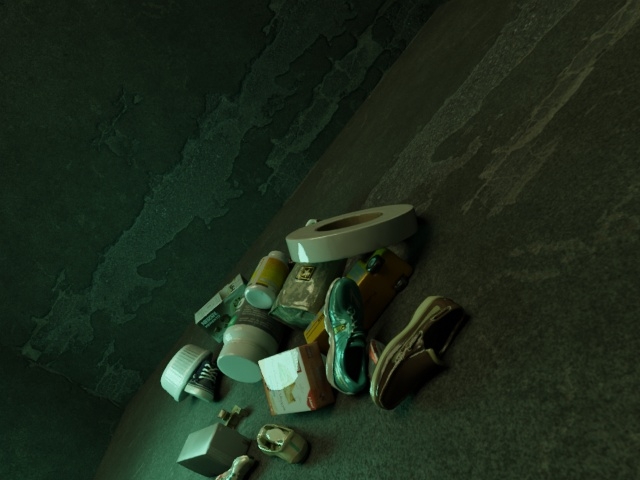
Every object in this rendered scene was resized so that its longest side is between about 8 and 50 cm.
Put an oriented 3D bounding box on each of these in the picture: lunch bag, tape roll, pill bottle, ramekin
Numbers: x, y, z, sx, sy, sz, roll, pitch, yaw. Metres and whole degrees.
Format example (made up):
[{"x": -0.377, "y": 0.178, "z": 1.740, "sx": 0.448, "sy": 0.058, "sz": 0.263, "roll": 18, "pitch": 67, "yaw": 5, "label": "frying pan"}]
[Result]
[{"x": -0.031, "y": 0.154, "z": 1.353, "sx": 0.235, "sy": 0.169, "sz": 0.287, "roll": -63, "pitch": 8, "yaw": -27, "label": "lunch bag"}, {"x": 0.089, "y": -0.026, "z": 1.231, "sx": 0.393, "sy": 0.071, "sz": 0.392, "roll": -15, "pitch": 9, "yaw": 2, "label": "tape roll"}, {"x": -0.235, "y": 0.323, "z": 1.551, "sx": 0.204, "sy": 0.204, "sz": 0.361, "roll": -40, "pitch": 21, "yaw": 38, "label": "pill bottle"}, {"x": -0.187, "y": 0.137, "z": 1.523, "sx": 0.117, "sy": 0.117, "sz": 0.215, "roll": -39, "pitch": 20, "yaw": 39, "label": "pill bottle"}, {"x": -0.654, "y": 0.632, "z": 2.031, "sx": 0.272, "sy": 0.127, "sz": 0.273, "roll": -59, "pitch": -8, "yaw": -13, "label": "ramekin"}]

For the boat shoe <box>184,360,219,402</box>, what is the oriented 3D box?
[{"x": -0.508, "y": 0.608, "z": 1.834, "sx": 0.158, "sy": 0.127, "sz": 0.340, "roll": -63, "pitch": 15, "yaw": -23, "label": "boat shoe"}]

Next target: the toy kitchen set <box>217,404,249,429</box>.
[{"x": -0.302, "y": 0.602, "z": 1.414, "sx": 0.075, "sy": 0.068, "sz": 0.083, "roll": -21, "pitch": 37, "yaw": 61, "label": "toy kitchen set"}]

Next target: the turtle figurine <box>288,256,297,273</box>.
[{"x": -0.076, "y": 0.103, "z": 1.638, "sx": 0.234, "sy": 0.118, "sz": 0.175, "roll": -35, "pitch": 60, "yaw": 47, "label": "turtle figurine"}]

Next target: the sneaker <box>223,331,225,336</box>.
[{"x": -0.319, "y": 0.441, "z": 1.700, "sx": 0.091, "sy": 0.094, "sz": 0.258, "roll": -29, "pitch": 35, "yaw": -17, "label": "sneaker"}]

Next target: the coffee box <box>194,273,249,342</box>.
[{"x": -0.444, "y": 0.330, "z": 2.033, "sx": 0.297, "sy": 0.168, "sz": 0.119, "roll": -40, "pitch": 27, "yaw": -2, "label": "coffee box"}]

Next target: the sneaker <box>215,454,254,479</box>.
[{"x": -0.232, "y": 0.664, "z": 1.152, "sx": 0.161, "sy": 0.057, "sz": 0.075, "roll": -47, "pitch": 35, "yaw": 17, "label": "sneaker"}]

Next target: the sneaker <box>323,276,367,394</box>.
[{"x": 0.076, "y": 0.221, "z": 0.993, "sx": 0.110, "sy": 0.107, "sz": 0.275, "roll": 147, "pitch": 122, "yaw": -64, "label": "sneaker"}]

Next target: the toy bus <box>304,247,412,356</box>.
[{"x": 0.100, "y": 0.168, "z": 1.137, "sx": 0.332, "sy": 0.108, "sz": 0.130, "roll": -53, "pitch": 15, "yaw": 3, "label": "toy bus"}]

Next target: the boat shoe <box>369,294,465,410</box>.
[{"x": 0.192, "y": 0.220, "z": 0.814, "sx": 0.257, "sy": 0.095, "sz": 0.095, "roll": -57, "pitch": 23, "yaw": -12, "label": "boat shoe"}]

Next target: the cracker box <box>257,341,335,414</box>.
[{"x": -0.072, "y": 0.373, "z": 1.114, "sx": 0.232, "sy": 0.067, "sz": 0.155, "roll": -34, "pitch": 68, "yaw": 47, "label": "cracker box"}]

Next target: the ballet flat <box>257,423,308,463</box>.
[{"x": -0.115, "y": 0.510, "z": 1.076, "sx": 0.248, "sy": 0.086, "sz": 0.086, "roll": -29, "pitch": 29, "yaw": 55, "label": "ballet flat"}]

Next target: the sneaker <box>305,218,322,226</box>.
[{"x": 0.000, "y": 0.000, "z": 1.710, "sx": 0.126, "sy": 0.127, "sz": 0.321, "roll": -50, "pitch": 18, "yaw": 6, "label": "sneaker"}]

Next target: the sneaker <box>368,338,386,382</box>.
[{"x": 0.124, "y": 0.284, "z": 0.929, "sx": 0.064, "sy": 0.061, "sz": 0.158, "roll": -55, "pitch": 14, "yaw": 19, "label": "sneaker"}]

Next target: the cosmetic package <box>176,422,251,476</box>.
[{"x": -0.335, "y": 0.656, "z": 1.299, "sx": 0.238, "sy": 0.127, "sz": 0.107, "roll": -39, "pitch": 22, "yaw": 45, "label": "cosmetic package"}]
